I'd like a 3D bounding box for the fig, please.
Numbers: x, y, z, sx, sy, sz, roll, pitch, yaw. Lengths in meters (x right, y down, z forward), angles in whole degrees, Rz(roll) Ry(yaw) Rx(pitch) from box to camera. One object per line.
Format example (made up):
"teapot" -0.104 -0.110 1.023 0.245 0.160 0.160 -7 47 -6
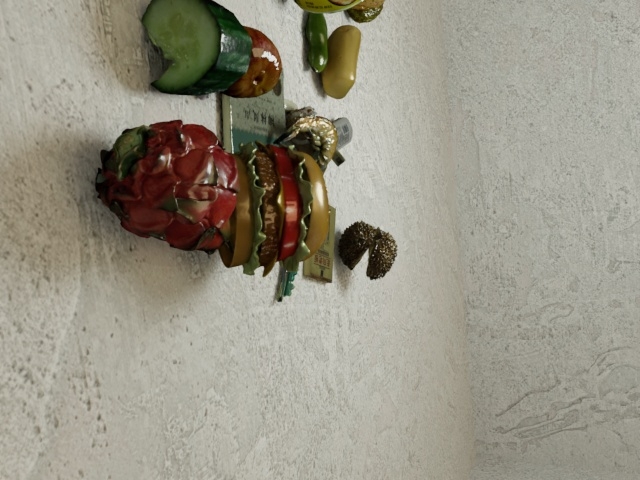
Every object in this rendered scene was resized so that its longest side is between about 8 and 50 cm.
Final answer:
"fig" -0.183 -0.376 1.251 0.149 0.202 0.148 -61 168 -54

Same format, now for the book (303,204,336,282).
"book" 0.000 0.000 1.744 0.161 0.026 0.230 25 66 -62

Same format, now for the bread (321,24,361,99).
"bread" 0.054 -0.536 1.805 0.147 0.098 0.217 136 -36 -65

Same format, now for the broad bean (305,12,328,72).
"broad bean" -0.002 -0.626 1.754 0.098 0.056 0.317 26 63 -42

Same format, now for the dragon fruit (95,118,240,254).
"dragon fruit" -0.242 -0.073 1.019 0.293 0.234 0.233 73 27 -47

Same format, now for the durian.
"durian" 0.150 0.025 1.858 0.196 0.196 0.166 54 35 -50

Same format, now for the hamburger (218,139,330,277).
"hamburger" -0.093 -0.065 1.208 0.274 0.212 0.274 176 -90 -71

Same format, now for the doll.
"doll" -0.017 -0.275 1.633 0.221 0.115 0.105 36 14 -51

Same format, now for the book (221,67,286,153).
"book" -0.153 -0.252 1.436 0.264 0.031 0.379 -5 92 -64

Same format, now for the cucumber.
"cucumber" -0.230 -0.366 1.119 0.130 0.191 0.191 -34 119 -71

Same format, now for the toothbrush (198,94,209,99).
"toothbrush" -0.267 -0.464 1.222 0.029 0.024 0.353 -42 126 -67

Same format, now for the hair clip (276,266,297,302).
"hair clip" -0.080 0.078 1.543 0.049 0.049 0.172 44 47 -56

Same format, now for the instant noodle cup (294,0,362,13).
"instant noodle cup" 0.010 -0.760 1.538 0.254 0.326 0.325 66 31 -56

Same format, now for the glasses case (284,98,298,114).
"glasses case" -0.082 -0.354 1.608 0.083 0.021 0.032 3 86 -65

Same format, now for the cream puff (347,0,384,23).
"cream puff" 0.153 -0.807 2.006 0.169 0.183 0.183 79 23 -47

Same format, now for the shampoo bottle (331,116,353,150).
"shampoo bottle" 0.034 -0.307 1.811 0.227 0.056 0.086 -46 128 -57

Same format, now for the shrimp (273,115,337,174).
"shrimp" -0.057 -0.195 1.535 0.198 0.051 0.261 5 112 -43
